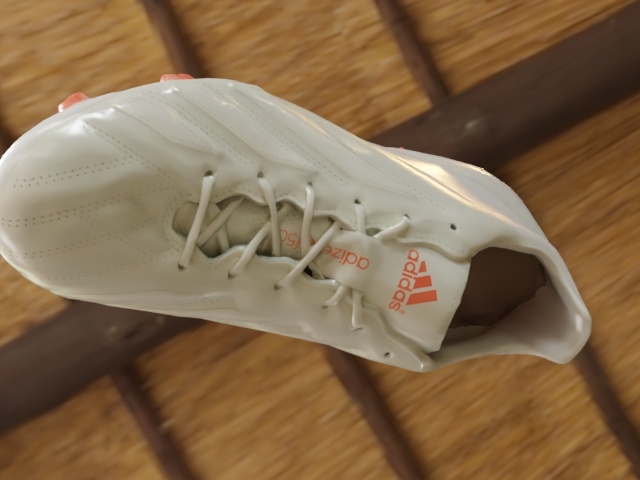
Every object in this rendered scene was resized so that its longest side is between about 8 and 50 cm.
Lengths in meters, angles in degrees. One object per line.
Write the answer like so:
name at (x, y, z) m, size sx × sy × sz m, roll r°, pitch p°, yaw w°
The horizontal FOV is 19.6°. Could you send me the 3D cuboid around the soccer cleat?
soccer cleat at (0.000, 0.000, 0.520) m, size 0.076 × 0.196 × 0.068 m, roll 45°, pitch -62°, yaw 41°
